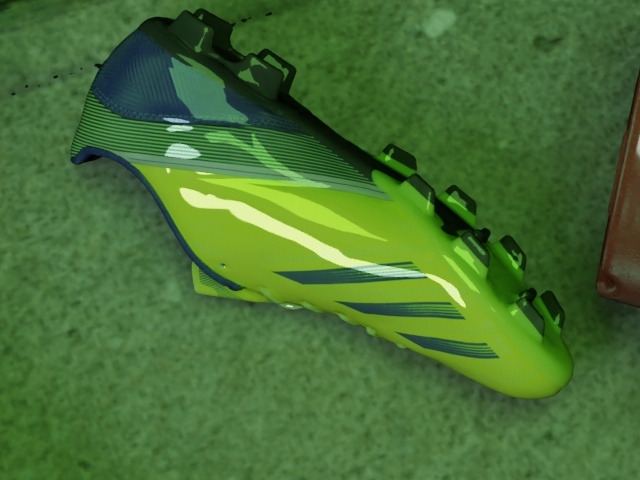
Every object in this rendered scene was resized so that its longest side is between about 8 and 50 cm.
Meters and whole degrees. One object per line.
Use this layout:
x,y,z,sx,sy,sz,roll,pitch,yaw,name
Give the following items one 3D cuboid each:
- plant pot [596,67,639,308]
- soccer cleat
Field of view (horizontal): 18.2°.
0.283,-0.044,0.976,0.265,0.272,0.272,12,69,8,plant pot
0.000,0.000,1.030,0.289,0.093,0.121,38,101,5,soccer cleat
